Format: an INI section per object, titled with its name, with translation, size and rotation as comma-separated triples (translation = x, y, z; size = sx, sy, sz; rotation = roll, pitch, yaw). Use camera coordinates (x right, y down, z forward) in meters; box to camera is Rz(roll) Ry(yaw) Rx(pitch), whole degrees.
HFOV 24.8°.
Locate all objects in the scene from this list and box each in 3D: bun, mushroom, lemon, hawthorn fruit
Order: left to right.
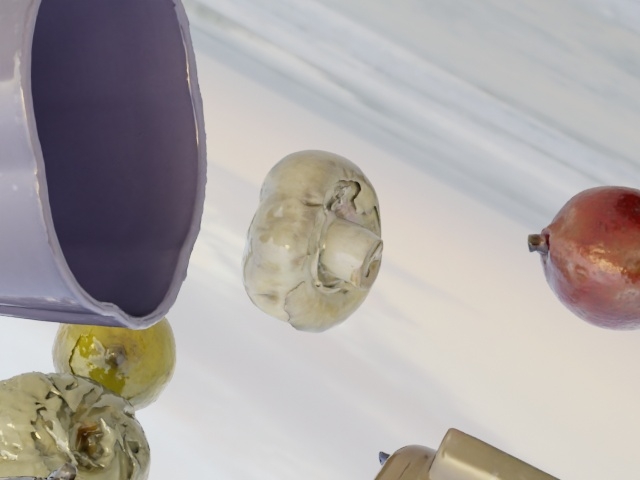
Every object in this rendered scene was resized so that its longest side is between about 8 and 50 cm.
[bun]
translation = -0.316, 0.278, 1.802
size = 0.259, 0.259, 0.152
rotation = 25, 142, -36
[lemon]
translation = -0.290, 0.158, 2.041
size = 0.181, 0.180, 0.193
rotation = 25, 171, -41
[mushroom]
translation = 0.000, 0.000, 1.231
size = 0.122, 0.154, 0.154
rotation = 15, 176, 36
[hawthorn fruit]
translation = 0.328, 0.020, 1.661
size = 0.188, 0.169, 0.169
rotation = 3, -170, -12

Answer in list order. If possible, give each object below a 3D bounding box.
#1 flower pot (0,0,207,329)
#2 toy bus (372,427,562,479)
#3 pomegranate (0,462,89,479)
[flower pot]
translation = -0.227, -0.072, 0.947
size = 0.243, 0.265, 0.265
rotation = -2, 173, 20
[toy bus]
translation = 0.025, 0.223, 0.613
size = 0.139, 0.289, 0.157
rotation = 26, 153, 23
[pomegranate]
translation = -0.249, 0.306, 1.258
size = 0.285, 0.340, 0.285
rotation = 14, -139, -13
